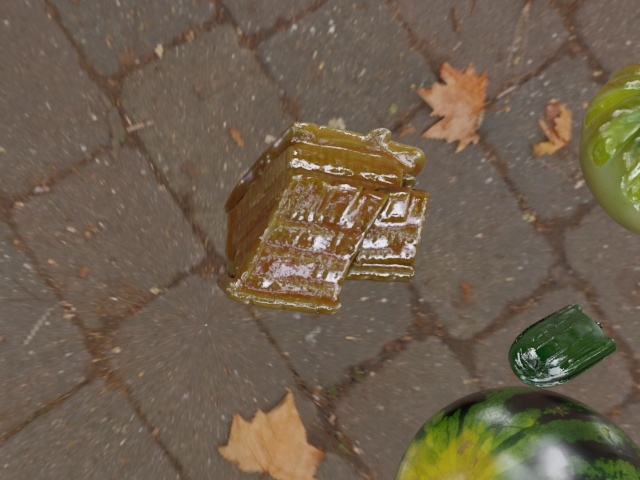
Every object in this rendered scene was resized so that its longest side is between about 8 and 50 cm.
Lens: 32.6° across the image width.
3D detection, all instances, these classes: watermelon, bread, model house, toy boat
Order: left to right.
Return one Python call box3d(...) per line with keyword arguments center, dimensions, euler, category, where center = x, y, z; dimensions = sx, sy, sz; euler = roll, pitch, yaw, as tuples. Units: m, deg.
box3d(center=(0.000, -0.001, 1.249), dimensions=(0.199, 0.220, 0.229), euler=(17, 47, -15), category="model house")
box3d(center=(0.187, 0.267, 1.021), dimensions=(0.268, 0.269, 0.269), euler=(0, 86, -6), category="watermelon")
box3d(center=(0.360, 0.158, 1.634), dimensions=(0.210, 0.052, 0.104), euler=(-23, 63, -39), category="toy boat")
box3d(center=(0.439, -0.107, 1.473), dimensions=(0.156, 0.158, 0.261), euler=(-31, 70, -17), category="bread")
